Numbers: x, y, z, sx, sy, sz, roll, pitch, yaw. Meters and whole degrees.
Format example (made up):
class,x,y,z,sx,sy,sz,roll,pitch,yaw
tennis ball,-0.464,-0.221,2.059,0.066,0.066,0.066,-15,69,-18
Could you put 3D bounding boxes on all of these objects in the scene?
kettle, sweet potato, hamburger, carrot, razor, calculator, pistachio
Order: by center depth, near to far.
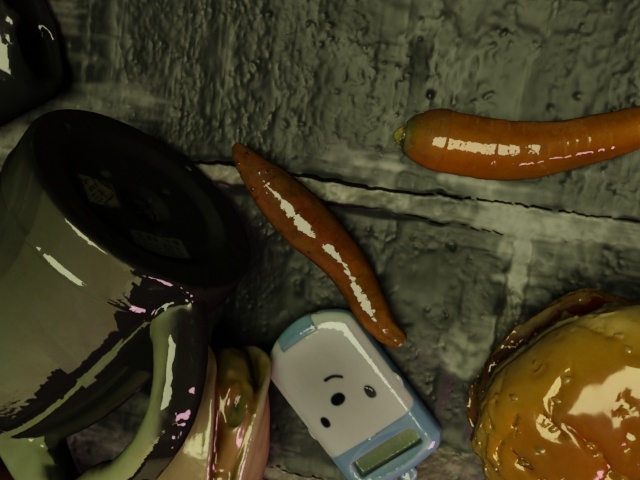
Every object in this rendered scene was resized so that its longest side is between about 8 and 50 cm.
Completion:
class,x,y,z,sx,sy,sz,roll,pitch,yaw
hamburger,0.250,0.164,0.512,0.244,0.163,0.245,3,102,13
carrot,0.201,-0.088,0.540,0.270,0.066,0.062,2,144,11
kettle,-0.233,0.097,0.580,0.324,0.228,0.321,-46,64,22
sweet potato,0.001,-0.001,0.604,0.057,0.057,0.264,-44,89,17
calculator,0.036,0.169,0.632,0.121,0.039,0.210,-36,90,19
pistachio,-0.120,0.208,0.633,0.143,0.144,0.215,20,99,10
razor,-0.455,-0.188,0.656,0.348,0.113,0.205,-20,92,17

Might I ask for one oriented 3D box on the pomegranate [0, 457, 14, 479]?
class,x,y,z,sx,sy,sz,roll,pitch,yaw
pomegranate,-0.390,0.384,0.643,0.321,0.322,0.323,2,100,14
